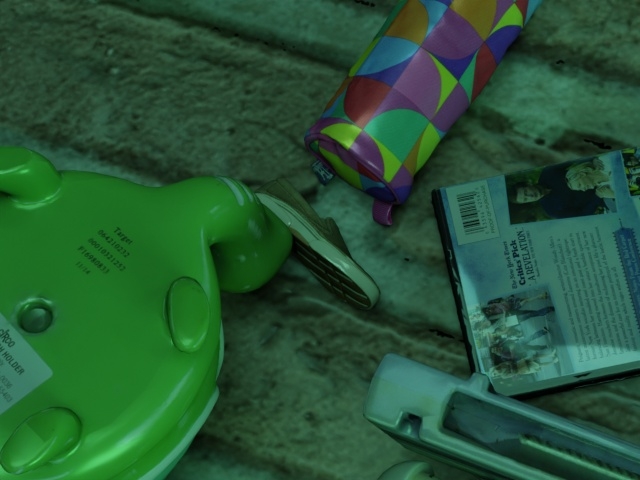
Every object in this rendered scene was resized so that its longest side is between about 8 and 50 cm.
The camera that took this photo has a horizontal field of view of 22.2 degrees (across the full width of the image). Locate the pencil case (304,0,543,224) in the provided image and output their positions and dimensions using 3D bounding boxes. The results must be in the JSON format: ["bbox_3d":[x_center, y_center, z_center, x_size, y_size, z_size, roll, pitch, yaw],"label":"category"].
[{"bbox_3d":[0.083,-0.135,1.294,0.104,0.104,0.236,31,77,17],"label":"pencil case"}]

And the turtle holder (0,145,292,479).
[{"bbox_3d":[-0.180,0.067,1.168,0.243,0.227,0.320,16,59,10],"label":"turtle holder"}]

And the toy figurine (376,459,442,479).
[{"bbox_3d":[0.094,0.266,1.075,0.148,0.209,0.213,15,77,29],"label":"toy figurine"}]

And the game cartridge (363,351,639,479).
[{"bbox_3d":[0.213,0.166,1.087,0.355,0.230,0.068,20,86,13],"label":"game cartridge"}]

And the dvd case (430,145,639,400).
[{"bbox_3d":[0.226,0.018,1.255,0.253,0.022,0.180,-12,69,2],"label":"dvd case"}]

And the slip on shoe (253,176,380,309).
[{"bbox_3d":[0.000,0.000,1.276,0.135,0.051,0.041,37,65,24],"label":"slip on shoe"}]
